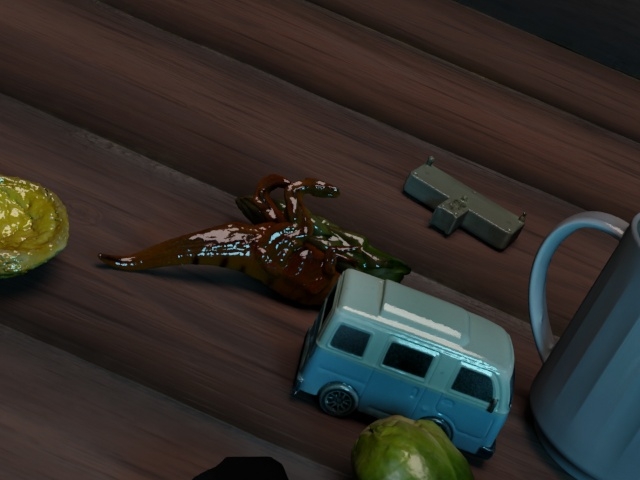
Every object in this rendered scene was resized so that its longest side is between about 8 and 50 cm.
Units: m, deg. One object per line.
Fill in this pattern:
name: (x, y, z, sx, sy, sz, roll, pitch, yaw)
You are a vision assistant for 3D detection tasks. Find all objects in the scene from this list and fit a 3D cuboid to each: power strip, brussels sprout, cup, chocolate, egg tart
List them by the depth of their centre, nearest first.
chocolate: (-0.083, 0.293, 1.068, 0.125, 0.080, 0.148, 45, 28, 14)
brussels sprout: (0.100, 0.270, 1.187, 0.155, 0.117, 0.155, 23, 9, -4)
egg tart: (-0.409, -0.010, 1.329, 0.191, 0.074, 0.191, 17, 32, -11)
cup: (0.404, 0.134, 1.392, 0.323, 0.327, 0.237, 36, 34, 19)
power strip: (0.244, -0.059, 1.852, 0.215, 0.061, 0.145, 32, 31, 16)

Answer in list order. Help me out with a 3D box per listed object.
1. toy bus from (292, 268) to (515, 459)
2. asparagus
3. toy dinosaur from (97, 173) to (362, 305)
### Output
toy bus: (0.120, 0.151, 1.336, 0.271, 0.165, 0.133, 21, 30, -4)
asparagus: (0.000, 0.000, 1.585, 0.287, 0.080, 0.080, 27, 31, 2)
toy dinosaur: (-0.074, -0.005, 1.485, 0.432, 0.097, 0.208, 16, 73, -8)
